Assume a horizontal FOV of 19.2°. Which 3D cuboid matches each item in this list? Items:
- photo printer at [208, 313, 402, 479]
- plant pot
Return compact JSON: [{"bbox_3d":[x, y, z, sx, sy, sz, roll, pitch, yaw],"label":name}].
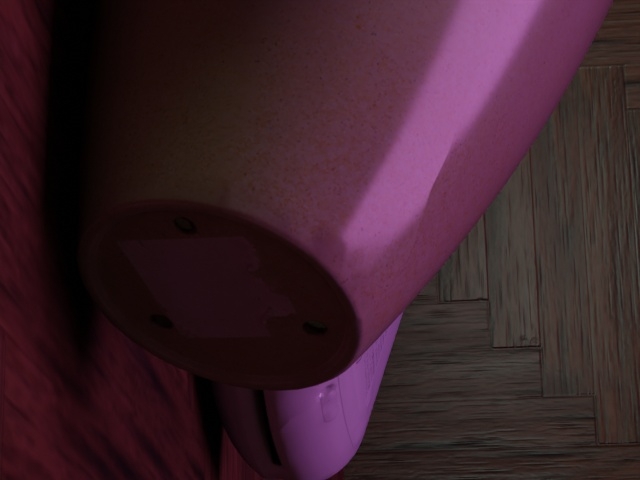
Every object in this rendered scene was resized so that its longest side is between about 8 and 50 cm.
[{"bbox_3d":[0.000,0.000,1.330,0.256,0.107,0.307,83,21,-48],"label":"photo printer"},{"bbox_3d":[-0.006,-0.077,0.869,0.256,0.257,0.274,84,22,-51],"label":"plant pot"}]
